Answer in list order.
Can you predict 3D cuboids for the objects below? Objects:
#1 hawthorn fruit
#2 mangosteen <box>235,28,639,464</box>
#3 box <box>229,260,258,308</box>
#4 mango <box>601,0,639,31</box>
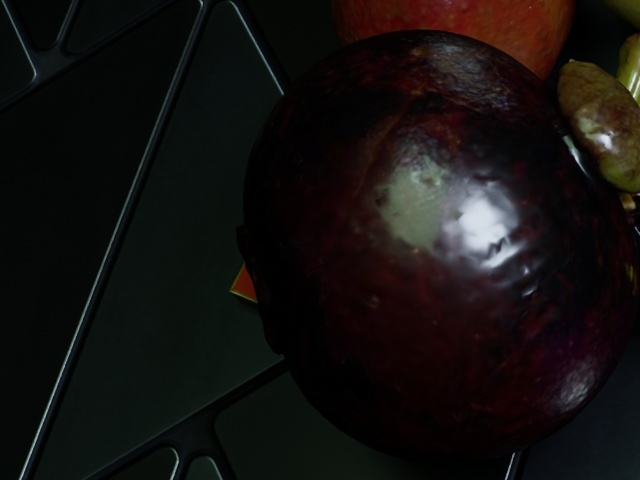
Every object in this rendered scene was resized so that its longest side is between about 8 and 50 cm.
[{"bbox_3d":[0.096,-0.208,1.377,0.190,0.251,0.189,-2,41,2],"label":"hawthorn fruit"},{"bbox_3d":[0.092,0.000,1.249,0.293,0.297,0.297,-11,57,-23],"label":"mangosteen"},{"bbox_3d":[0.000,0.000,1.430,0.090,0.023,0.133,22,76,31],"label":"box"},{"bbox_3d":[0.277,-0.187,1.308,0.156,0.114,0.251,-30,52,-30],"label":"mango"}]
